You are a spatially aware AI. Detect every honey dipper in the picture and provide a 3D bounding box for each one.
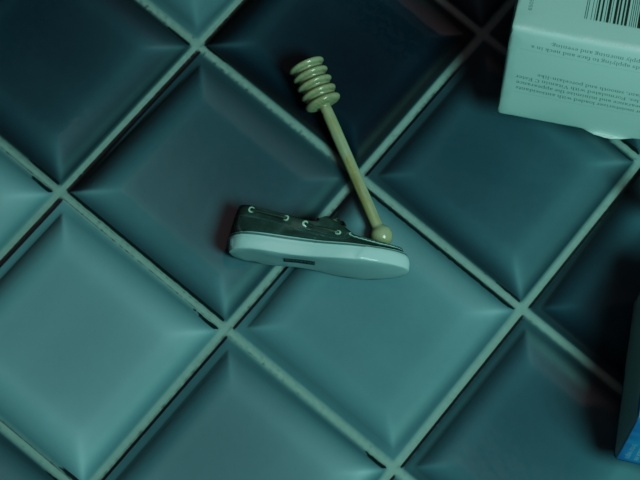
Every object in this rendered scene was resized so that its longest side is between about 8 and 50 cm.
[{"bbox_3d":[0.019,-0.068,1.568,0.030,0.030,0.161,-21,81,-15],"label":"honey dipper"}]

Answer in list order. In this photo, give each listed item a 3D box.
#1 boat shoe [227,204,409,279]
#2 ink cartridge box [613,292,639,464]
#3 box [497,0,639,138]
[{"bbox_3d":[0.000,0.000,1.531,0.142,0.049,0.040,8,71,-4],"label":"boat shoe"},{"bbox_3d":[0.338,0.109,1.508,0.203,0.086,0.148,14,58,1],"label":"ink cartridge box"},{"bbox_3d":[0.245,-0.185,1.562,0.181,0.119,0.182,11,59,5],"label":"box"}]
